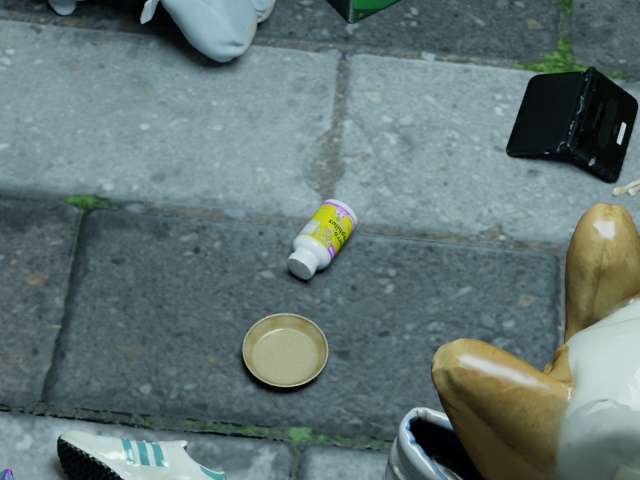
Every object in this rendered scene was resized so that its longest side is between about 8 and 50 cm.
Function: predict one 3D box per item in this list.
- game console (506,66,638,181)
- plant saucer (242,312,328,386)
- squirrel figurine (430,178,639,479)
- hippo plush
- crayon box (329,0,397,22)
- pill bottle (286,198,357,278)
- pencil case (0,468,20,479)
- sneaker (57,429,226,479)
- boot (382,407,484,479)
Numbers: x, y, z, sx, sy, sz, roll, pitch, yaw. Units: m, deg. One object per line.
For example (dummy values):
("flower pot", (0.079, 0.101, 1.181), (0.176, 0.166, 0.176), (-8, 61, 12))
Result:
("game console", (0.276, -0.123, 1.718), (0.107, 0.071, 0.122), (33, 55, -16))
("plant saucer", (-0.034, 0.110, 1.535), (0.083, 0.015, 0.083), (1, 55, -2))
("squirrel figurine", (0.333, 0.124, 1.374), (0.281, 0.397, 0.370), (-9, 30, 32))
("hippo plush", (-0.203, -0.301, 1.743), (0.236, 0.234, 0.294), (-3, 31, 33))
("crayon box", (0.145, -0.400, 1.793), (0.318, 0.202, 0.081), (-30, 61, -21))
("pill bottle", (0.000, 0.000, 1.598), (0.043, 0.043, 0.083), (27, 58, 16))
("pencil case", (-0.335, 0.249, 1.390), (0.151, 0.070, 0.064), (-14, 56, -13))
("sneaker", (-0.161, 0.208, 1.443), (0.161, 0.057, 0.075), (23, 40, 15))
("boot", (0.159, 0.253, 1.374), (0.258, 0.123, 0.095), (35, 60, 21))
